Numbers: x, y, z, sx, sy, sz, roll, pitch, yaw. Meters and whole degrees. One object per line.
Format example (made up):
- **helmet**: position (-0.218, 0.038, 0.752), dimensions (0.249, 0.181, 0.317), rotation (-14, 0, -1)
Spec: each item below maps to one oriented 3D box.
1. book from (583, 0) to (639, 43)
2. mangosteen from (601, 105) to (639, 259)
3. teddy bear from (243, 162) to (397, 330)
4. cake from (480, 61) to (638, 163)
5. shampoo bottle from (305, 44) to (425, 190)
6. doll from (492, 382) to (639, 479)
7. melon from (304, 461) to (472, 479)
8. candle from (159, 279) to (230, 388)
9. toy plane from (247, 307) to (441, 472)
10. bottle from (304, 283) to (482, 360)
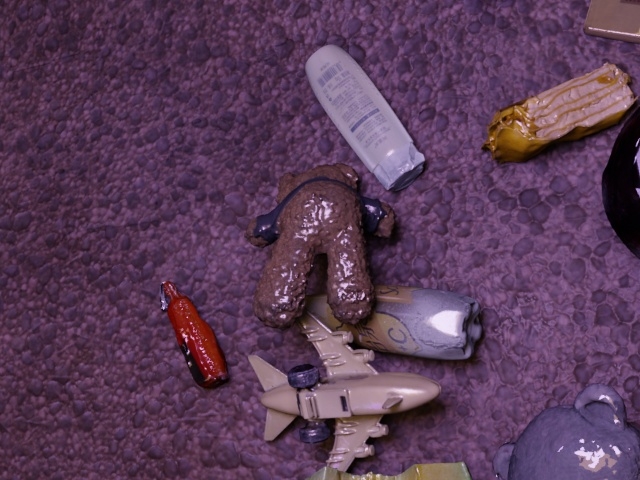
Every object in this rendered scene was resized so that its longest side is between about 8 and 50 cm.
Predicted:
- **book**: position (0.422, -0.342, 1.232), dimensions (0.161, 0.026, 0.231), rotation (15, 84, 23)
- **mangosteen**: position (0.432, -0.048, 1.052), dimensions (0.287, 0.233, 0.288), rotation (-4, 80, 25)
- **teddy bear**: position (0.002, -0.014, 1.221), dimensions (0.181, 0.129, 0.251), rotation (3, 40, -6)
- **cake**: position (0.279, -0.135, 1.235), dimensions (0.184, 0.116, 0.080), rotation (-27, 72, -21)
- **shampoo bottle**: position (0.054, -0.158, 1.314), dimensions (0.072, 0.049, 0.212), rotation (-35, 68, 8)
- **doll**: position (0.316, 0.322, 1.083), dimensions (0.246, 0.158, 0.340), rotation (-37, 82, 42)
- **melon**: position (0.074, 0.293, 1.176), dimensions (0.209, 0.118, 0.064), rotation (-2, 64, 8)
- **candle**: position (-0.167, 0.119, 1.343), dimensions (0.053, 0.048, 0.162), rotation (-21, 68, -22)
- **toy plane**: position (0.023, 0.182, 1.209), dimensions (0.244, 0.092, 0.229), rotation (-6, 98, 35)
- **bottle**: position (0.056, 0.090, 1.242), dimensions (0.269, 0.083, 0.083), rotation (5, 80, 26)
